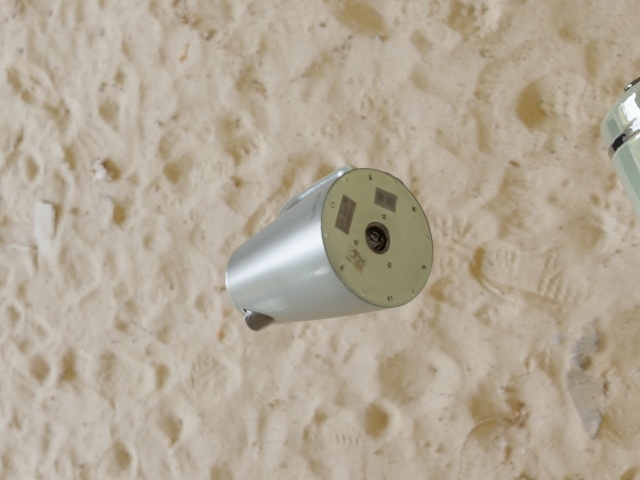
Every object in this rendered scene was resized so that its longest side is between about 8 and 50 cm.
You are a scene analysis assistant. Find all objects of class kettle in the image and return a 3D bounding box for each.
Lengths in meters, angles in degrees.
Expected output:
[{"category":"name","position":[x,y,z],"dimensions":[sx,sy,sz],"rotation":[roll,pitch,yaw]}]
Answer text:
[{"category":"kettle","position":[0.000,0.000,1.130],"dimensions":[0.243,0.160,0.210],"rotation":[-21,48,50]}]

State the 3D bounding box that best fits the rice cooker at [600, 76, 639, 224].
[{"category":"rice cooker","position":[0.358,-0.064,0.762],"dimensions":[0.226,0.226,0.244],"rotation":[-32,72,32]}]
